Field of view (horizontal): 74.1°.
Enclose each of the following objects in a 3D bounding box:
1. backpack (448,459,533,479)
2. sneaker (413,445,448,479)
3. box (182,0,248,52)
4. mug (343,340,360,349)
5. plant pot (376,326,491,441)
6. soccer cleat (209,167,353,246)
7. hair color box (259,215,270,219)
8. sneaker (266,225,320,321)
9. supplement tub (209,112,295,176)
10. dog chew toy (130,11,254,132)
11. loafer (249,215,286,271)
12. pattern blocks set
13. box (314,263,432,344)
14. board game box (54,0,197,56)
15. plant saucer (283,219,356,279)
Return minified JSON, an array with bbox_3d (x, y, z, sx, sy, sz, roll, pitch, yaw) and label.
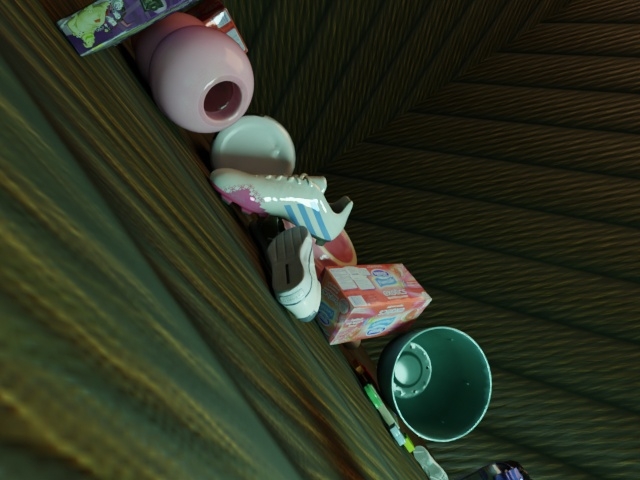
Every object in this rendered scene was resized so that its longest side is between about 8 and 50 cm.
[{"bbox_3d":[0.168,0.327,0.413,0.117,0.158,0.173,44,21,-54],"label":"backpack"},{"bbox_3d":[0.346,0.709,1.322,0.152,0.054,0.061,55,-4,21],"label":"sneaker"},{"bbox_3d":[-0.344,-0.515,1.132,0.122,0.257,0.128,58,0,39],"label":"box"},{"bbox_3d":[0.093,0.345,1.482,0.064,0.078,0.062,44,41,-51],"label":"mug"},{"bbox_3d":[0.297,0.390,1.229,0.293,0.293,0.235,56,-15,-1],"label":"plant pot"},{"bbox_3d":[-0.074,-0.107,0.935,0.331,0.143,0.116,24,21,-31],"label":"soccer cleat"},{"bbox_3d":[-0.087,0.023,1.545,0.347,0.105,0.174,56,-2,-16],"label":"hair color box"},{"bbox_3d":[-0.050,0.060,0.826,0.258,0.094,0.091,-92,162,-60],"label":"sneaker"},{"bbox_3d":[-0.188,-0.234,1.149,0.207,0.207,0.338,57,-1,-17],"label":"supplement tub"},{"bbox_3d":[-0.287,-0.375,0.892,0.332,0.206,0.206,47,-5,27],"label":"dog chew toy"},{"bbox_3d":[-0.081,0.023,0.957,0.251,0.087,0.094,55,-1,35],"label":"loafer"},{"bbox_3d":[0.176,0.472,1.221,0.285,0.026,0.325,55,-1,23],"label":"pattern blocks set"},{"bbox_3d":[0.132,0.164,1.159,0.300,0.142,0.154,0,41,-39],"label":"box"},{"bbox_3d":[-0.254,-0.354,0.636,0.056,0.208,0.347,57,-1,-32],"label":"board game box"},{"bbox_3d":[0.000,0.000,1.268,0.332,0.084,0.332,43,24,-24],"label":"plant saucer"}]
